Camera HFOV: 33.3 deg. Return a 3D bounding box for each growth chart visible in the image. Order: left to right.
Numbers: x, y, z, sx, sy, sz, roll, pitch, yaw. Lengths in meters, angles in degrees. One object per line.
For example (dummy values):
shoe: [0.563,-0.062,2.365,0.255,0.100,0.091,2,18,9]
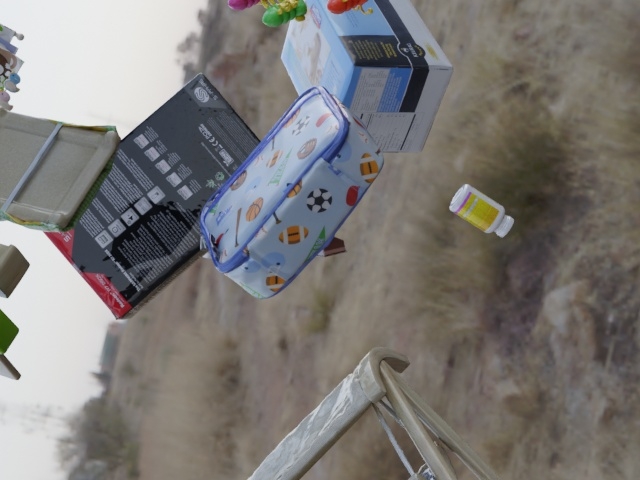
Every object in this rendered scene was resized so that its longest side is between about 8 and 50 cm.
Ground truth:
growth chart: [-0.658,-0.346,2.076,0.021,0.172,0.237,-40,36,47]

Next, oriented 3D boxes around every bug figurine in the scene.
bug figurine: [-0.048,-0.444,1.914,0.279,0.216,0.072,35,140,43]

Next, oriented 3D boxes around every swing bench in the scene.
swing bench: [0.042,0.287,1.179,0.253,0.254,0.165,-48,-30,13]

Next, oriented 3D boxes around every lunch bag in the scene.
lunch bag: [-0.054,-0.073,1.561,0.303,0.115,0.243,-46,30,12]

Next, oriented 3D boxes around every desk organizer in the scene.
desk organizer: [0.000,0.000,2.004,0.130,0.047,0.050,-175,73,-69]

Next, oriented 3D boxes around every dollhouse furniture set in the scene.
dollhouse furniture set: [-0.369,0.002,1.291,0.151,0.197,0.301,75,-145,-52]

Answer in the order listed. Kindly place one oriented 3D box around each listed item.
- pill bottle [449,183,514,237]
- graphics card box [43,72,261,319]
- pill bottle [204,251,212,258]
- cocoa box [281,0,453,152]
pill bottle: [0.221,-0.038,1.458,0.043,0.083,0.043,-57,5,8]
graphics card box: [-0.260,-0.072,1.778,0.371,0.233,0.094,-41,-5,-1]
pill bottle: [-0.225,-0.044,2.188,0.184,0.103,0.103,96,-176,-54]
cocoa box: [0.086,-0.375,2.255,0.347,0.228,0.231,-114,30,-41]
